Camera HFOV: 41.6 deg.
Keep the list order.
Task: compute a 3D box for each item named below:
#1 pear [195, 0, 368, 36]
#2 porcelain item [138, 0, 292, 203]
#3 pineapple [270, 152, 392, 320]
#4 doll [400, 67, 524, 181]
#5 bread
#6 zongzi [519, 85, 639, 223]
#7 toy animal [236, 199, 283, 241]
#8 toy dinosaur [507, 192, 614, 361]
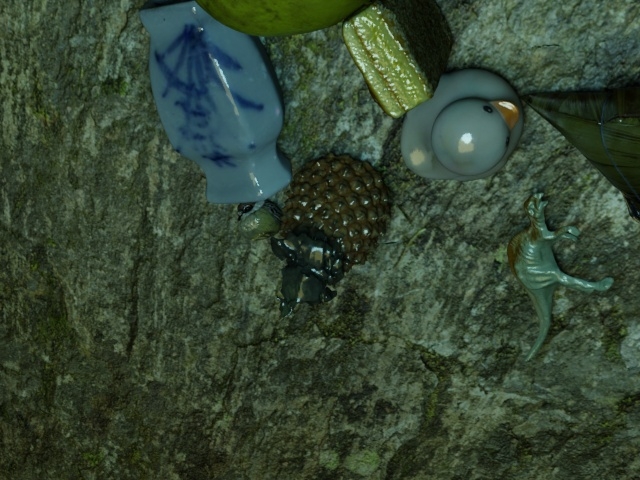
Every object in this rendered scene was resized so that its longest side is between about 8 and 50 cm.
[{"bbox_3d":[-0.058,-0.485,1.275,0.413,0.352,0.352,13,132,36],"label":"pear"},{"bbox_3d":[-0.195,-0.279,1.619,0.242,0.178,0.405,-2,122,26],"label":"porcelain item"},{"bbox_3d":[0.001,-0.001,1.632,0.223,0.357,0.223,13,133,14],"label":"pineapple"},{"bbox_3d":[0.246,-0.183,1.480,0.251,0.221,0.221,-25,113,39],"label":"doll"},{"bbox_3d":[0.127,-0.334,1.396,0.110,0.234,0.184,-20,116,32],"label":"bread"},{"bbox_3d":[0.506,-0.150,1.469,0.300,0.138,0.286,13,144,38],"label":"zongzi"},{"bbox_3d":[-0.122,-0.051,1.842,0.098,0.137,0.098,12,105,53],"label":"toy animal"},{"bbox_3d":[0.459,0.080,1.674,0.205,0.092,0.393,17,132,11],"label":"toy dinosaur"}]
